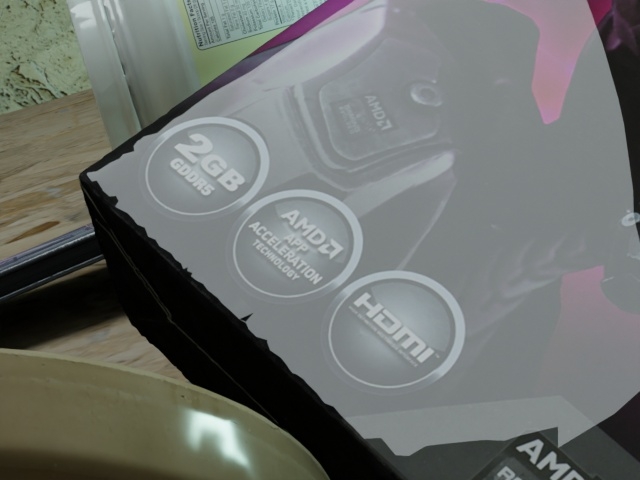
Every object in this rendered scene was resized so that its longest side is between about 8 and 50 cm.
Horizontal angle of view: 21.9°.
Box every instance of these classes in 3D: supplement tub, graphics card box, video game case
[{"bbox_3d":[-0.060,-0.195,1.581,0.325,0.235,0.235,-17,13,-4],"label":"supplement tub"},{"bbox_3d":[0.131,-0.038,0.586,0.371,0.094,0.233,-37,59,-18],"label":"graphics card box"},{"bbox_3d":[-0.211,0.019,1.234,0.274,0.026,0.196,-24,6,-10],"label":"video game case"}]

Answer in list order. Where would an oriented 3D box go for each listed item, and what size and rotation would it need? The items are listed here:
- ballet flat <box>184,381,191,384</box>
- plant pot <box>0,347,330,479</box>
[{"bbox_3d":[-0.043,0.090,0.823,0.041,0.041,0.114,-21,15,-22],"label":"ballet flat"},{"bbox_3d":[-0.104,0.136,0.442,0.237,0.237,0.109,-14,55,8],"label":"plant pot"}]
